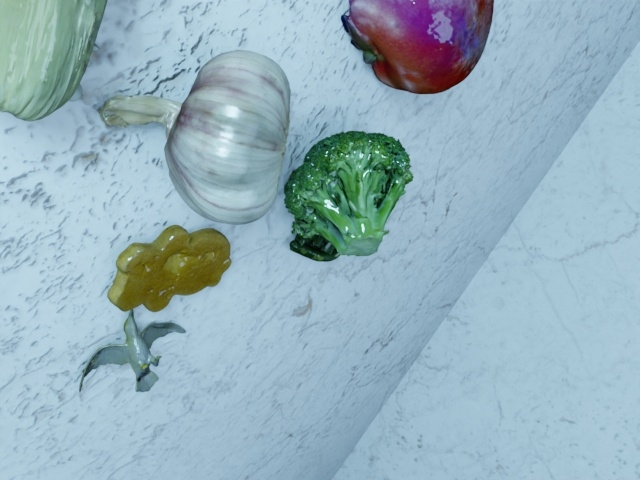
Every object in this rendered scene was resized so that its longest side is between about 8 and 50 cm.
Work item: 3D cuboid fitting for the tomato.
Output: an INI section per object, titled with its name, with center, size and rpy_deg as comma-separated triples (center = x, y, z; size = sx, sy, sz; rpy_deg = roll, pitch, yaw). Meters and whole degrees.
[tomato]
center = 0.215, -0.400, 0.943
size = 0.289, 0.176, 0.335
rpy_deg = -52, 151, 1

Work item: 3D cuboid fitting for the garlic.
[garlic]
center = -0.165, -0.148, 0.732
size = 0.253, 0.245, 0.245
rpy_deg = 10, 123, -17

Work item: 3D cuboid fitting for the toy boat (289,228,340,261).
[toy boat]
center = 0.000, 0.000, 1.250
size = 0.104, 0.052, 0.210
rpy_deg = -55, 151, 4

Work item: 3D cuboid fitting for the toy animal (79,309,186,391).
[toy animal]
center = -0.325, 0.196, 0.980
size = 0.219, 0.095, 0.155
rpy_deg = -24, 147, -41

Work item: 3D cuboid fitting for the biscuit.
[biscuit]
center = -0.256, 0.045, 0.955
size = 0.249, 0.035, 0.184
rpy_deg = -15, 137, -48

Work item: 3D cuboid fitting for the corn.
[corn]
center = -0.257, -0.260, 0.487
size = 0.305, 0.123, 0.122
rpy_deg = -64, 176, 24

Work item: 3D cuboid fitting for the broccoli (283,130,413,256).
[broccoli]
center = 0.058, -0.095, 1.053
size = 0.269, 0.241, 0.261
rpy_deg = -2, 154, -18

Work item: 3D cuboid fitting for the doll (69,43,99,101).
[doll]
center = -0.289, -0.195, 0.614
size = 0.085, 0.040, 0.058
rpy_deg = -58, 164, 24
